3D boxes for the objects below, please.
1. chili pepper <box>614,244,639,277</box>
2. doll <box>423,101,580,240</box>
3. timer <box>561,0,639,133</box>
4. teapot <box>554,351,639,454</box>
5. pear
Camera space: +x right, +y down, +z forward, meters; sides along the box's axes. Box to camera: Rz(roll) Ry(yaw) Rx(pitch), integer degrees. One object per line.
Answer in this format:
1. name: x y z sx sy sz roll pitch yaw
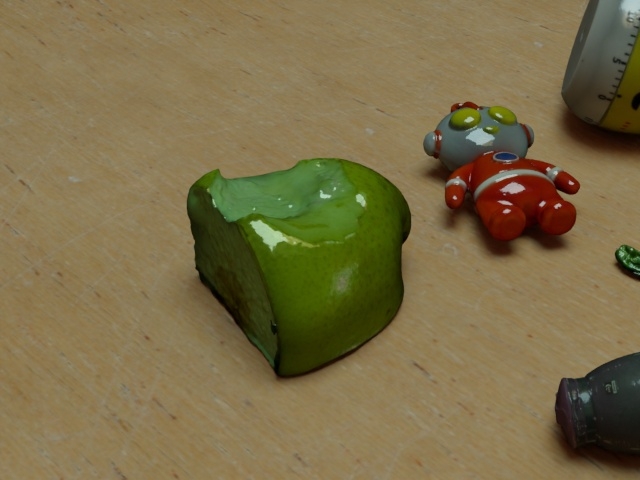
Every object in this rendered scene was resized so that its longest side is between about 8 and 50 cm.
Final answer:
1. chili pepper: 0.429 0.033 1.608 0.091 0.030 0.034 32 20 34
2. doll: 0.255 -0.116 1.757 0.200 0.105 0.336 -7 36 -10
3. timer: 0.537 -0.284 1.886 0.285 0.285 0.285 0 34 0
4. teapot: 0.330 0.172 1.335 0.146 0.116 0.148 -8 38 6
5. pear: 0.000 0.000 1.531 0.282 0.176 0.286 -15 38 -25
